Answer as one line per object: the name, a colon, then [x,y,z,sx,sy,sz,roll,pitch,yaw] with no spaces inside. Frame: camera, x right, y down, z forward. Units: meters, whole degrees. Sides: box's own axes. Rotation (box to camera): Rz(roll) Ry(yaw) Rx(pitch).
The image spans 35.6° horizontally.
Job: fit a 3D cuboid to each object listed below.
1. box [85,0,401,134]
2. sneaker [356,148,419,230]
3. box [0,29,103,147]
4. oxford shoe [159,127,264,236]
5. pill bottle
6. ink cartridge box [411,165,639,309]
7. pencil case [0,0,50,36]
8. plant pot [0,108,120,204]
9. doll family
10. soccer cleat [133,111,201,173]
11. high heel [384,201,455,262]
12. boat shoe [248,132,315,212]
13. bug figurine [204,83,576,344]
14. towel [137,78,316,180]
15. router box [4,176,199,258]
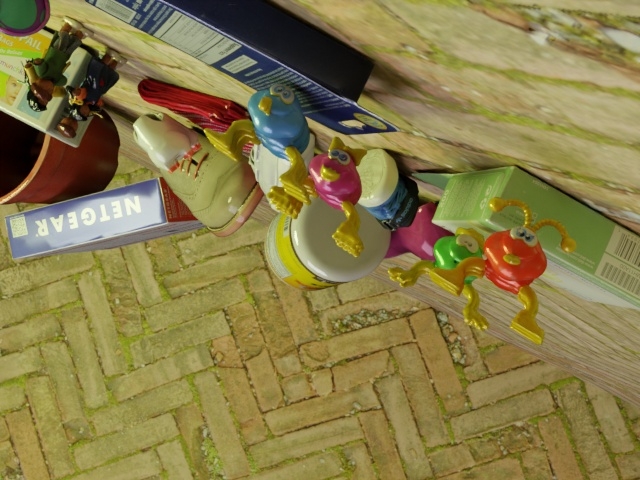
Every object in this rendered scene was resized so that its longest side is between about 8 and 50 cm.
box: [-0.053,-0.138,0.701,0.225,0.036,0.136,27,176,-17]
sneaker: [0.068,-0.046,0.977,0.085,0.058,0.152,33,179,-16]
box: [-0.386,-0.218,1.259,0.203,0.114,0.103,26,178,9]
oxford shoe: [-0.176,-0.095,1.458,0.130,0.123,0.348,36,175,-24]
pill bottle: [0.000,0.000,1.207,0.117,0.117,0.215,27,168,-10]
ink cartridge box: [0.179,-0.004,0.881,0.171,0.056,0.235,26,174,-14]
pencil case: [-0.322,-0.237,0.963,0.070,0.064,0.152,8,-171,-43]
plant pot: [-0.507,-0.177,1.754,0.272,0.272,0.265,25,-176,21]
doll family: [-0.285,-0.179,1.142,0.076,0.111,0.193,24,176,25]
soccer cleat: [-0.193,-0.127,1.237,0.076,0.068,0.196,48,179,-9]
high heel: [0.092,-0.027,1.185,0.117,0.082,0.244,64,172,-28]
boat shoe: [-0.049,-0.086,1.106,0.063,0.066,0.184,36,170,7]
bug figurine: [0.055,-0.022,0.746,0.279,0.072,0.216,32,172,9]
towel: [-0.081,-0.118,1.240,0.275,0.031,0.199,29,176,-42]
router box: [-0.349,-0.044,1.840,0.336,0.082,0.301,-12,178,22]
